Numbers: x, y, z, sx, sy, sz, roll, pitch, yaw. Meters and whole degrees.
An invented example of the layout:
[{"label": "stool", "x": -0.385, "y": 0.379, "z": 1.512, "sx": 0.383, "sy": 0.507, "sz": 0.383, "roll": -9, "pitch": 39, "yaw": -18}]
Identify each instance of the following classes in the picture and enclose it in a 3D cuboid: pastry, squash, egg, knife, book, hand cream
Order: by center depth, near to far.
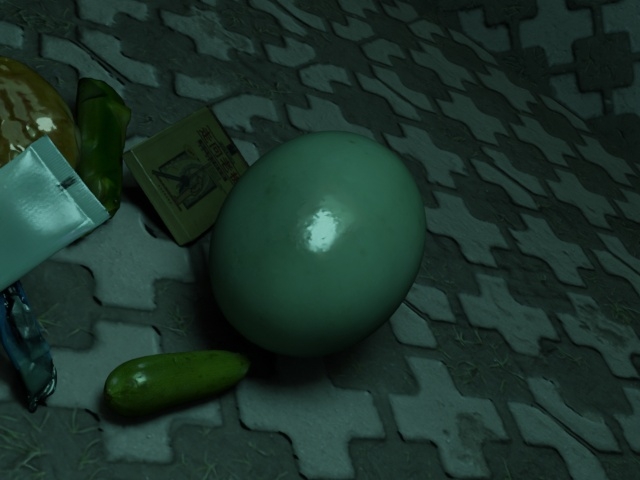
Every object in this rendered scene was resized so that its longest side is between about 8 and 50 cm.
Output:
[{"label": "hand cream", "x": -0.371, "y": 0.029, "z": 0.836, "sx": 0.321, "sy": 0.067, "sz": 0.109, "roll": -40, "pitch": 102, "yaw": -18}, {"label": "knife", "x": -0.340, "y": 0.038, "z": 0.883, "sx": 0.044, "sy": 0.026, "sz": 0.296, "roll": -24, "pitch": 100, "yaw": -32}, {"label": "pastry", "x": -0.453, "y": -0.109, "z": 0.979, "sx": 0.316, "sy": 0.184, "sz": 0.284, "roll": 21, "pitch": 55, "yaw": -23}, {"label": "squash", "x": -0.164, "y": 0.161, "z": 0.984, "sx": 0.201, "sy": 0.066, "sz": 0.066, "roll": -7, "pitch": 50, "yaw": -44}, {"label": "egg", "x": 0.000, "y": 0.000, "z": 1.131, "sx": 0.276, "sy": 0.276, "sz": 0.389, "roll": 34, "pitch": 34, "yaw": 2}, {"label": "book", "x": -0.188, "y": -0.104, "z": 1.279, "sx": 0.161, "sy": 0.026, "sz": 0.231, "roll": 57, "pitch": 33, "yaw": -10}]

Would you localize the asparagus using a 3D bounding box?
[{"label": "asparagus", "x": -0.319, "y": -0.120, "z": 1.202, "sx": 0.085, "sy": 0.082, "sz": 0.343, "roll": 16, "pitch": 38, "yaw": -29}]
